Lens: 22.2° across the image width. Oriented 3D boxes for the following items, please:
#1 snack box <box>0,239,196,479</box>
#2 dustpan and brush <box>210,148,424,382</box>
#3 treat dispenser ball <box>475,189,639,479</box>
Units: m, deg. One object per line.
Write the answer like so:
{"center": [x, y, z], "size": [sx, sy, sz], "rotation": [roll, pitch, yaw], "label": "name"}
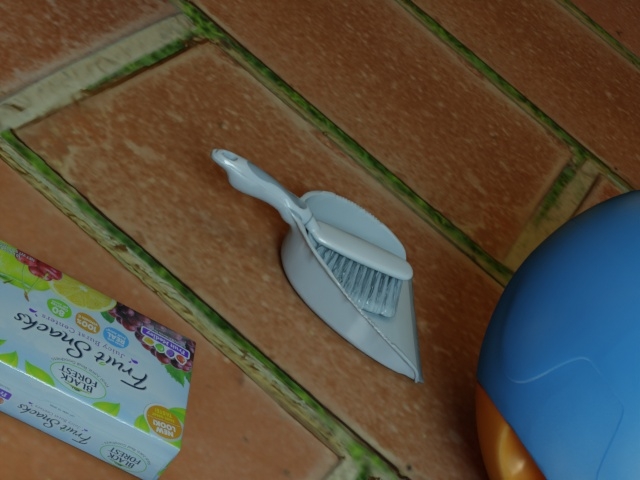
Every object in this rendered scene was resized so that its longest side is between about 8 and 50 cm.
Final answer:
{"center": [-0.144, 0.069, 0.945], "size": [0.141, 0.037, 0.100], "rotation": [28, 33, -17], "label": "snack box"}
{"center": [0.000, 0.000, 1.174], "size": [0.211, 0.060, 0.147], "rotation": [27, 32, -20], "label": "dustpan and brush"}
{"center": [0.245, 0.106, 1.072], "size": [0.288, 0.288, 0.288], "rotation": [27, 31, -19], "label": "treat dispenser ball"}
